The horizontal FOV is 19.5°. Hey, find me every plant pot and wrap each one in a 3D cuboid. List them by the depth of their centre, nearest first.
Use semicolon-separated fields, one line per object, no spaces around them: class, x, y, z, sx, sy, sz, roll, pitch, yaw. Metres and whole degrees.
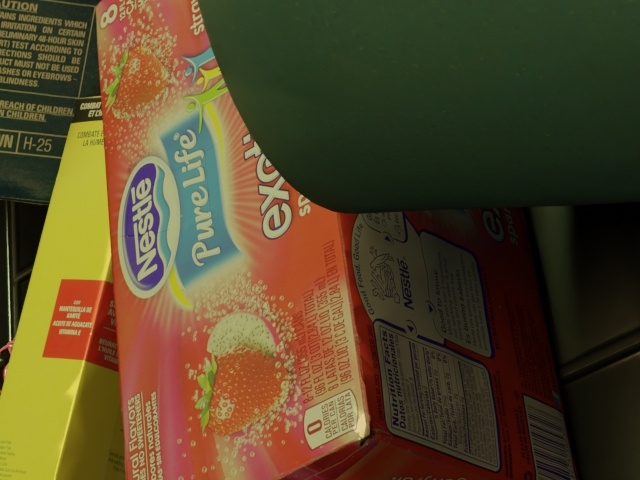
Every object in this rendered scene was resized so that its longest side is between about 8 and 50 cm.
plant pot;0.123;-0.146;0.581;0.235;0.293;0.293;5;74;25

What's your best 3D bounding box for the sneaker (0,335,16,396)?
sneaker;-0.138;0.061;0.903;0.047;0.057;0.119;1;71;47

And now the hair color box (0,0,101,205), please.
hair color box;-0.145;-0.209;0.883;0.174;0.105;0.347;-126;46;-61

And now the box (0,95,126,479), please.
box;-0.090;0.055;0.837;0.058;0.087;0.232;0;71;45

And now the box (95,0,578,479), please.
box;0.000;0.000;0.741;0.123;0.128;0.256;-29;54;32
